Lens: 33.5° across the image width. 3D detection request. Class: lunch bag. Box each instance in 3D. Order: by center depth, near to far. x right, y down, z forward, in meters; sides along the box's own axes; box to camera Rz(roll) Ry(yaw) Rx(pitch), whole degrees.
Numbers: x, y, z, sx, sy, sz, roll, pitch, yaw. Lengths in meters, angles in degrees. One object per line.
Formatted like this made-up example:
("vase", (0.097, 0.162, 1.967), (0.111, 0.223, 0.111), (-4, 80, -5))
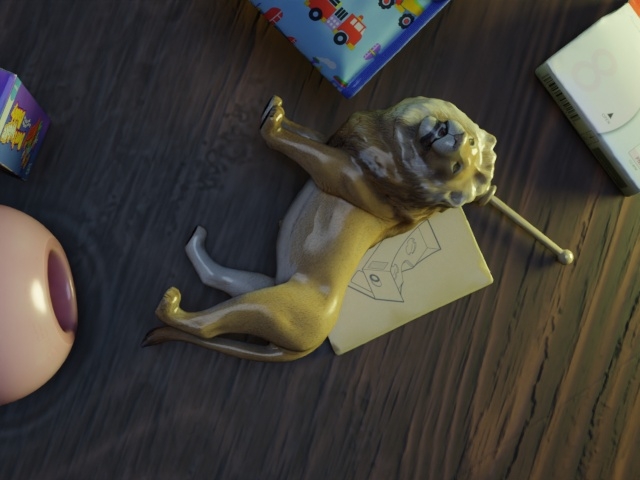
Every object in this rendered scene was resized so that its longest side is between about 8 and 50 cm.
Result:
("lunch bag", (0.060, -0.330, 1.060), (0.293, 0.138, 0.221), (-39, 110, 23))

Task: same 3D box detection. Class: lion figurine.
("lion figurine", (0.000, 0.000, 1.134), (0.240, 0.142, 0.392), (31, 97, -11))

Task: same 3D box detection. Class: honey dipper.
("honey dipper", (0.228, -0.025, 1.224), (0.161, 0.030, 0.030), (36, 83, -7))

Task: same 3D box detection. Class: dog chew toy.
("dog chew toy", (-0.420, 0.078, 1.062), (0.332, 0.206, 0.206), (-9, 88, 1))

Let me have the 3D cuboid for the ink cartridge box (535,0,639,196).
("ink cartridge box", (0.396, -0.193, 1.239), (0.232, 0.066, 0.189), (-37, 91, -3))

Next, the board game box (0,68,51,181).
("board game box", (-0.459, -0.167, 1.047), (0.347, 0.233, 0.078), (20, 84, -5))

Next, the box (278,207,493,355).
("box", (0.075, 0.015, 1.205), (0.201, 0.021, 0.164), (-24, 89, -8))
